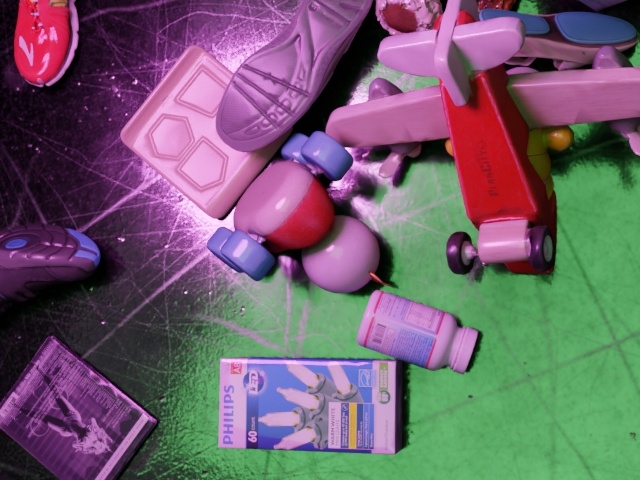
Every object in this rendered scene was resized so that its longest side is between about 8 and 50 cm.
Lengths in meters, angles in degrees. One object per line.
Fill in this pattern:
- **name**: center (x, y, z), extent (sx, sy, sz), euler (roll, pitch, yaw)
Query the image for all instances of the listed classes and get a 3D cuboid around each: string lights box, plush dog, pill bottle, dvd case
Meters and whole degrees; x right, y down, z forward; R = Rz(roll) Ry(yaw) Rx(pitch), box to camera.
- **string lights box**: center (-0.013, 0.238, 1.615), extent (0.259, 0.077, 0.133), euler (-1, 85, 12)
- **plush dog**: center (0.195, -0.431, 1.601), extent (0.225, 0.210, 0.262), euler (2, 114, -2)
- **pill bottle**: center (0.139, 0.134, 1.583), extent (0.160, 0.087, 0.087), euler (19, 89, 7)
- **dvd case**: center (-0.385, 0.279, 1.722), extent (0.221, 0.018, 0.164), euler (36, 92, 14)

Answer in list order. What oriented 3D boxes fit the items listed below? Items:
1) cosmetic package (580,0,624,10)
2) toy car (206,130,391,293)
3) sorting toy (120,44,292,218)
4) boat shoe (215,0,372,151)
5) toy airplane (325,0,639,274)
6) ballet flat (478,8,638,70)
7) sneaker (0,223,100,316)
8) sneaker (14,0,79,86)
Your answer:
- **cosmetic package**: center (0.422, -0.421, 1.475), extent (0.224, 0.224, 0.138), euler (-15, 82, 31)
- **toy car**: center (0.000, 0.000, 1.606), extent (0.238, 0.210, 0.219), euler (41, 82, -15)
- **sorting toy**: center (-0.175, -0.166, 1.711), extent (0.208, 0.038, 0.193), euler (40, 94, 8)
- **boat shoe**: center (-0.032, -0.263, 1.639), extent (0.118, 0.103, 0.320), euler (36, 93, 7)
- **toy airplane**: center (0.235, -0.172, 1.490), extent (0.386, 0.272, 0.384), euler (33, 132, 3)
- **ballet flat**: center (0.325, -0.283, 1.582), extent (0.248, 0.086, 0.086), euler (4, 86, -9)
- **sneaker**: center (-0.502, 0.061, 1.735), extent (0.340, 0.125, 0.140), euler (-5, 111, 9)
- **sneaker**: center (-0.444, -0.384, 1.742), extent (0.107, 0.118, 0.279), euler (5, 86, 13)
